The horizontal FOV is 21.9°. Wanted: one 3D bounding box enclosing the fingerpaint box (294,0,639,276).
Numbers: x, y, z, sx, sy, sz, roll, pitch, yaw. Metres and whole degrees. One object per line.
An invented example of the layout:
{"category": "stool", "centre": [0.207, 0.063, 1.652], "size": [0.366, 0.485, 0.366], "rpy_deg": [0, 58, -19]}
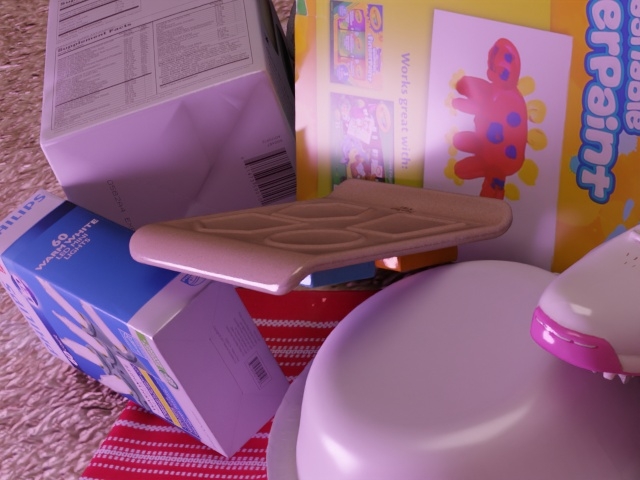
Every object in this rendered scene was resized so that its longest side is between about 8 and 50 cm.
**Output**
{"category": "fingerpaint box", "centre": [0.166, -0.205, 1.225], "size": [0.371, 0.444, 0.163], "rpy_deg": [12, 20, 40]}

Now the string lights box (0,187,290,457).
{"category": "string lights box", "centre": [-0.147, 0.058, 1.281], "size": [0.077, 0.133, 0.260], "rpy_deg": [-43, 38, -21]}

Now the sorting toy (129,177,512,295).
{"category": "sorting toy", "centre": [0.000, 0.000, 1.163], "size": [0.208, 0.038, 0.193], "rpy_deg": [-15, 17, -37]}

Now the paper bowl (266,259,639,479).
{"category": "paper bowl", "centre": [0.102, 0.123, 1.097], "size": [0.284, 0.148, 0.284], "rpy_deg": [-15, 34, 11]}

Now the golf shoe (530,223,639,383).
{"category": "golf shoe", "centre": [0.249, -0.010, 1.019], "size": [0.306, 0.140, 0.115], "rpy_deg": [-19, 34, -35]}

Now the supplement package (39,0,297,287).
{"category": "supplement package", "centre": [-0.117, -0.106, 1.472], "size": [0.198, 0.199, 0.262], "rpy_deg": [-18, 35, 5]}

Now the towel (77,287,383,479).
{"category": "towel", "centre": [-0.073, 0.134, 1.278], "size": [0.199, 0.031, 0.275], "rpy_deg": [1, 41, 31]}

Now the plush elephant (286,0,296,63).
{"category": "plush elephant", "centre": [0.089, -0.258, 1.523], "size": [0.272, 0.330, 0.255], "rpy_deg": [-18, 14, 8]}
